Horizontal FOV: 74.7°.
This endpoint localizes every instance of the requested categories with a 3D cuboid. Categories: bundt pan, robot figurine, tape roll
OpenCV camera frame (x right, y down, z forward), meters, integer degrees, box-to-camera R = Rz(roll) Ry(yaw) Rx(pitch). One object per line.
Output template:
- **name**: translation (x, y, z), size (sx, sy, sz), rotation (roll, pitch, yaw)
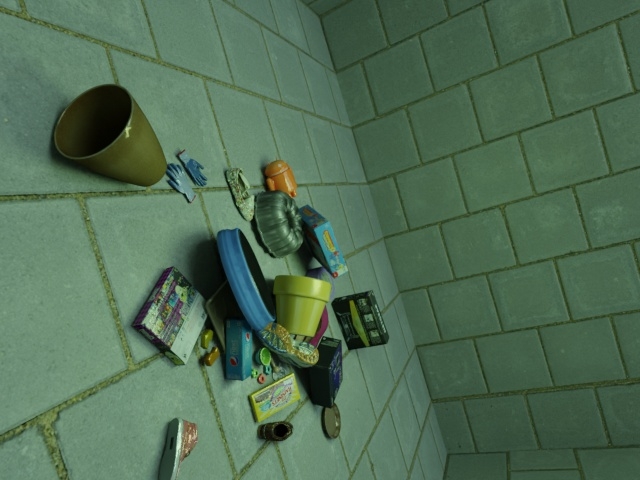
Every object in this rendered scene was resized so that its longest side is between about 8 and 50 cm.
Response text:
- **bundt pan**: translation (-0.175, -0.090, 1.972), size (0.330, 0.124, 0.332), rotation (-16, 90, -72)
- **robot figurine**: translation (-0.197, -0.303, 2.085), size (0.220, 0.157, 0.128), rotation (66, -9, -17)
- **tape roll**: translation (-0.001, 0.236, 2.234), size (0.189, 0.080, 0.189), rotation (44, 38, -49)

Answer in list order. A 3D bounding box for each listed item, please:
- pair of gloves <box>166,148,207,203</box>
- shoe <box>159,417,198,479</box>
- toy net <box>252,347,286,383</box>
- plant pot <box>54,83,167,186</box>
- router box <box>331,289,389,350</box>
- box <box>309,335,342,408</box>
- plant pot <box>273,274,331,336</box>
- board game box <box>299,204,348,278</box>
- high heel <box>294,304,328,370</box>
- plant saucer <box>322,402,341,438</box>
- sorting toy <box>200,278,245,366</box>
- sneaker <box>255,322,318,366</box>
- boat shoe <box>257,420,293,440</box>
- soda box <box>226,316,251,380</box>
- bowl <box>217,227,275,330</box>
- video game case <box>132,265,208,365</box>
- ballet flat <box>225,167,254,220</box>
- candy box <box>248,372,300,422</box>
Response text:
- **pair of gloves**: translation (-0.491, -0.240, 1.547), size (0.159, 0.023, 0.198), rotation (60, 29, -32)
- **shoe**: translation (-0.394, 0.600, 1.184), size (0.081, 0.063, 0.178), rotation (41, 35, -43)
- **toy net**: translation (-0.193, 0.523, 1.686), size (0.232, 0.045, 0.122), rotation (48, 34, -45)
- **plant pot**: translation (-0.565, -0.267, 1.203), size (0.254, 0.236, 0.238), rotation (60, 23, -64)
- **router box**: translation (0.227, 0.457, 2.391), size (0.081, 0.242, 0.309), rotation (-41, 113, -63)
- **box**: translation (0.029, 0.604, 1.926), size (0.184, 0.103, 0.262), rotation (-52, 145, -52)
- **plant pot**: translation (-0.092, 0.291, 1.833), size (0.254, 0.253, 0.239), rotation (31, 63, -56)
- **board game box**: translation (0.000, 0.000, 2.144), size (0.308, 0.086, 0.302), rotation (43, -22, 60)
- **high heel**: translation (-0.051, 0.404, 1.956), size (0.181, 0.127, 0.378), rotation (56, 31, -49)
- **plant saucer**: translation (0.050, 0.864, 2.020), size (0.168, 0.029, 0.169), rotation (42, 40, -50)
- **sorting toy**: translation (-0.349, 0.279, 1.480), size (0.307, 0.041, 0.229), rotation (-58, 142, -59)
- **sneaker**: translation (-0.157, 0.444, 1.720), size (0.296, 0.131, 0.112), rotation (36, 44, -12)
- **boat shoe**: translation (-0.155, 0.732, 1.610), size (0.207, 0.072, 0.073), rotation (32, 46, -58)
- **soda box**: translation (-0.287, 0.379, 1.480), size (0.071, 0.067, 0.211), rotation (1, 90, -73)
- **bowl**: translation (-0.263, 0.134, 1.531), size (0.391, 0.077, 0.392), rotation (158, -90, -87)
- **video game case**: translation (-0.451, 0.233, 1.310), size (0.210, 0.041, 0.232), rotation (59, 28, -34)
- **ballet flat**: translation (-0.331, -0.201, 1.798), size (0.241, 0.077, 0.091), rotation (68, 24, -14)
- **candy box**: translation (-0.173, 0.600, 1.611), size (0.205, 0.027, 0.105), rotation (-16, 91, -41)
